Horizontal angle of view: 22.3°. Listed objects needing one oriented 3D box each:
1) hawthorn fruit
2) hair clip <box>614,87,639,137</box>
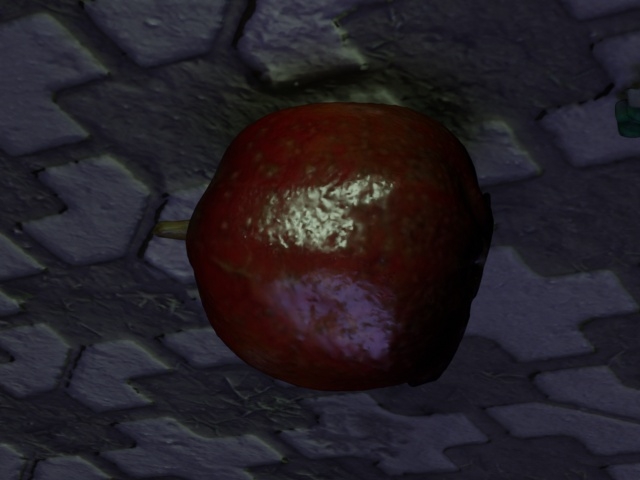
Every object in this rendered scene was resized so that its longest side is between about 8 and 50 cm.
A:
[{"bbox_3d":[0.000,0.000,1.181,0.249,0.215,0.215,7,151,16],"label":"hawthorn fruit"},{"bbox_3d":[0.296,-0.091,1.122,0.195,0.052,0.124,0,156,26],"label":"hair clip"}]
